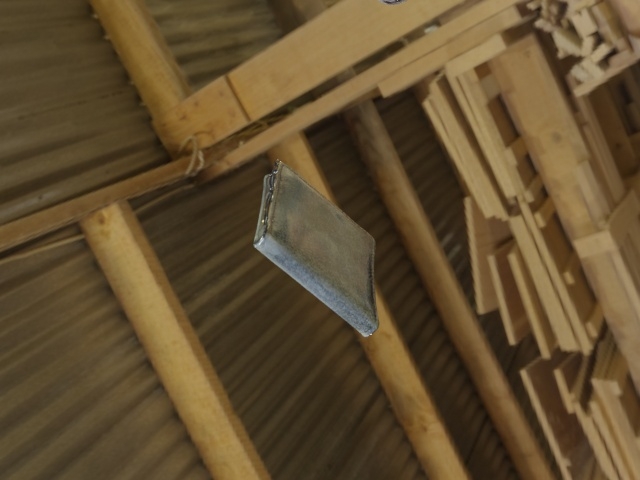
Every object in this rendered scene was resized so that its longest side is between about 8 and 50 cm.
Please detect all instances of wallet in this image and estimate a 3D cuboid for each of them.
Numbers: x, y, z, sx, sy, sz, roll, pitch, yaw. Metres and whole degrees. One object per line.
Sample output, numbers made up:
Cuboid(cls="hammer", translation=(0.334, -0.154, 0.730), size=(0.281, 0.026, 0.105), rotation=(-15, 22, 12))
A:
Cuboid(cls="wallet", translation=(-0.002, 0.002, 0.858), size=(0.167, 0.036, 0.222), rotation=(40, -159, -17))

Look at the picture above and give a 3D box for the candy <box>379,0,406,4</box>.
Cuboid(cls="candy", translation=(0.037, -0.280, 0.613), size=(0.226, 0.094, 0.051), rotation=(39, -124, -39))
